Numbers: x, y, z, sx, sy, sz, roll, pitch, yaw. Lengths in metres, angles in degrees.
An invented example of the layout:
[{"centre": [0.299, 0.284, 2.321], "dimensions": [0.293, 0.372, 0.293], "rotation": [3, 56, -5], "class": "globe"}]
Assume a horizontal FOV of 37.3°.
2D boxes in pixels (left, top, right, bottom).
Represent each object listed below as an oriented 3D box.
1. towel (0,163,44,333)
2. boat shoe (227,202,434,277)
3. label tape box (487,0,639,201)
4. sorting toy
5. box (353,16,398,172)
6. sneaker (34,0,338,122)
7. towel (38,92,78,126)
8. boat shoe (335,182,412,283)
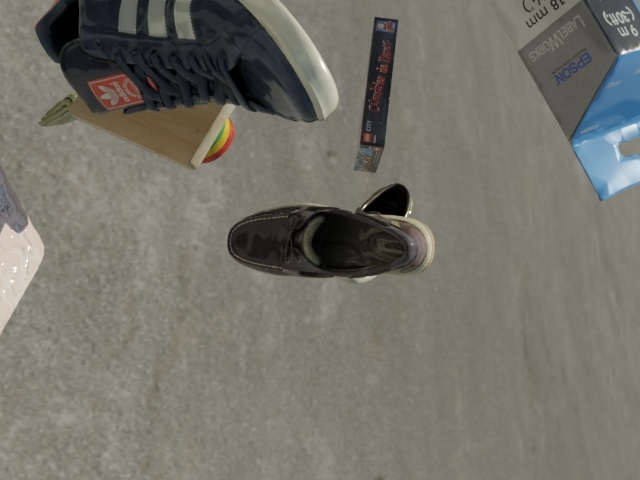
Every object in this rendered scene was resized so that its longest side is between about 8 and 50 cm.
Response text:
[{"centre": [-0.462, -0.027, 1.178], "dimensions": [0.317, 0.053, 0.331], "rotation": [-88, 165, -55], "class": "towel"}, {"centre": [0.000, 0.000, 1.220], "dimensions": [0.092, 0.285, 0.102], "rotation": [15, 81, -67], "class": "boat shoe"}, {"centre": [0.316, -0.235, 1.026], "dimensions": [0.241, 0.106, 0.333], "rotation": [-21, 79, -41], "class": "label tape box"}, {"centre": [-0.206, -0.241, 1.433], "dimensions": [0.255, 0.257, 0.089], "rotation": [-60, 149, -9], "class": "sorting toy"}, {"centre": [0.097, -0.252, 1.669], "dimensions": [0.159, 0.044, 0.233], "rotation": [103, -6, -79], "class": "box"}, {"centre": [-0.132, -0.155, 0.830], "dimensions": [0.148, 0.350, 0.131], "rotation": [-42, 134, -16], "class": "sneaker"}, {"centre": [-0.405, -0.225, 1.602], "dimensions": [0.110, 0.148, 0.027], "rotation": [-23, 93, -37], "class": "towel"}, {"centre": [0.074, -0.015, 1.374], "dimensions": [0.227, 0.081, 0.068], "rotation": [-51, 163, -56], "class": "boat shoe"}]
